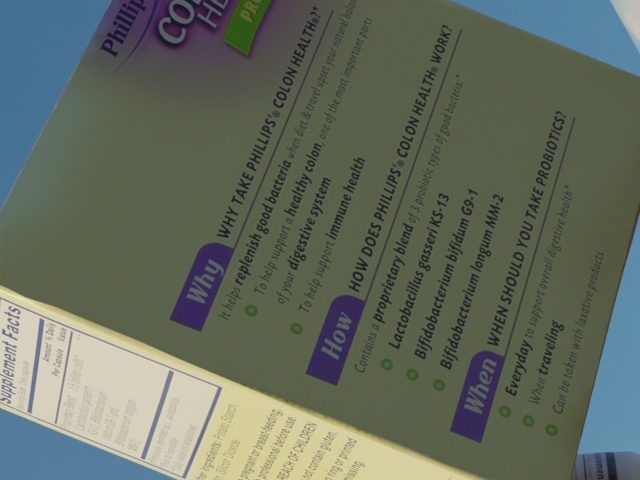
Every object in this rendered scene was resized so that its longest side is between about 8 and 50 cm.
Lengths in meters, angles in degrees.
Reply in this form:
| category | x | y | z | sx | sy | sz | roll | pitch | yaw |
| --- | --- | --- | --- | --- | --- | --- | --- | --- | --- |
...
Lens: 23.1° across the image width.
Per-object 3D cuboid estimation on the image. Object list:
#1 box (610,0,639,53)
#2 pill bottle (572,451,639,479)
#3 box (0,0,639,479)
| category | x | y | z | sx | sy | sz | roll | pitch | yaw |
| --- | --- | --- | --- | --- | --- | --- | --- | --- | --- |
| box | 0.084 | -0.079 | 0.274 | 0.042 | 0.178 | 0.109 | -8 | -34 | -21 |
| pill bottle | 0.117 | 0.146 | 0.754 | 0.086 | 0.152 | 0.086 | -4 | -90 | -82 |
| box | 0.000 | 0.000 | 0.677 | 0.117 | 0.243 | 0.213 | 115 | 176 | -59 |
